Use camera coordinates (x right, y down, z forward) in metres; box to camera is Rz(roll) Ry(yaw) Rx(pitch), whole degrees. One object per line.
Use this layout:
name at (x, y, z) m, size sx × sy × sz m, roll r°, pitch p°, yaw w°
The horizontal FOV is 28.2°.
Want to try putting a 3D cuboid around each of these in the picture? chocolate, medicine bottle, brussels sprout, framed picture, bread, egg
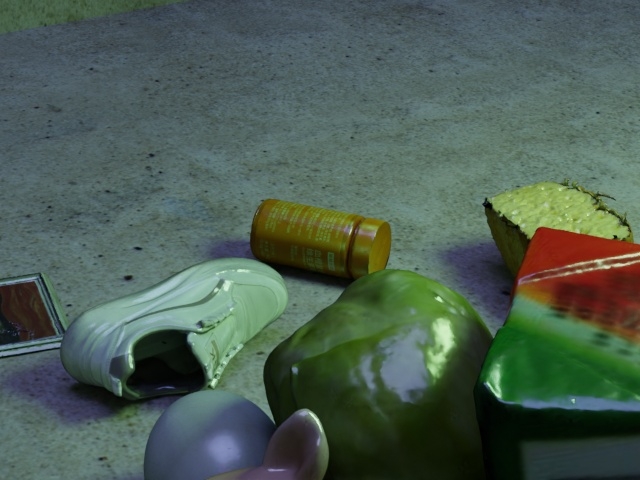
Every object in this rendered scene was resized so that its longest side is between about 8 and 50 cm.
chocolate at (0.253, 0.204, 1.137) m, size 0.161 × 0.360 × 0.341 m, roll -1°, pitch 24°, yaw 19°
medicine bottle at (0.000, 0.000, 1.875) m, size 0.192 × 0.096 × 0.096 m, roll 12°, pitch 28°, yaw 20°
brussels sprout at (0.081, 0.180, 1.275) m, size 0.247 × 0.328 × 0.328 m, roll -15°, pitch 25°, yaw 6°
framed picture at (-0.484, 0.108, 1.721) m, size 0.273 × 0.016 × 0.216 m, roll -9°, pitch 27°, yaw -21°
bread at (0.346, 0.015, 1.815) m, size 0.160 × 0.147 × 0.260 m, roll -17°, pitch 26°, yaw -15°
egg at (-0.108, 0.234, 1.323) m, size 0.151 × 0.151 × 0.209 m, roll -6°, pitch 18°, yaw -15°

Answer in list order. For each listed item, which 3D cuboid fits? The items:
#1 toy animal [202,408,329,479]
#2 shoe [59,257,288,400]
toy animal at (-0.006, 0.319, 1.093) m, size 0.326 × 0.237 × 0.269 m, roll 4°, pitch 44°, yaw 3°
shoe at (-0.154, 0.123, 1.592) m, size 0.316 × 0.124 × 0.159 m, roll -19°, pitch 31°, yaw -26°
